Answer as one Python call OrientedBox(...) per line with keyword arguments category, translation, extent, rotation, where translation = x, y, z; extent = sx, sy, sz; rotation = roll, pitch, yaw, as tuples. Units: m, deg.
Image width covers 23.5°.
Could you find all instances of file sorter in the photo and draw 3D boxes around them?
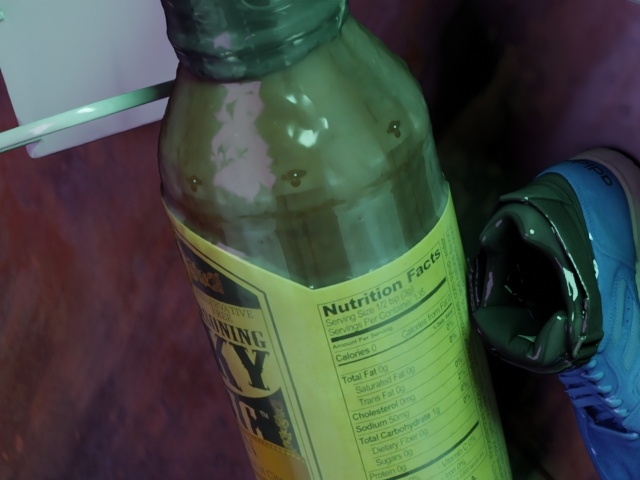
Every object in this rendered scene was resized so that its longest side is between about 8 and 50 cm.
OrientedBox(category="file sorter", translation=(-0.150, -0.174, 0.676), extent=(0.193, 0.173, 0.277), rotation=(-13, 97, 35))

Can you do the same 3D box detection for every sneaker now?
OrientedBox(category="sneaker", translation=(0.099, 0.047, 0.601), extent=(0.058, 0.085, 0.152), rotation=(4, 110, 45))

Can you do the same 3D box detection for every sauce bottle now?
OrientedBox(category="sauce bottle", translation=(0.000, 0.000, 0.607), extent=(0.111, 0.111, 0.344), rotation=(15, 131, 42))

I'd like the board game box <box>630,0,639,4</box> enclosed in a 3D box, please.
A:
OrientedBox(category="board game box", translation=(0.087, -0.209, 0.498), extent=(0.303, 0.097, 0.224), rotation=(30, 126, 33))
